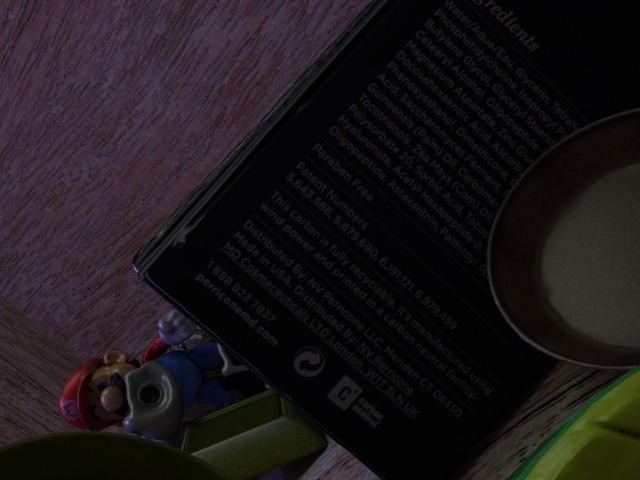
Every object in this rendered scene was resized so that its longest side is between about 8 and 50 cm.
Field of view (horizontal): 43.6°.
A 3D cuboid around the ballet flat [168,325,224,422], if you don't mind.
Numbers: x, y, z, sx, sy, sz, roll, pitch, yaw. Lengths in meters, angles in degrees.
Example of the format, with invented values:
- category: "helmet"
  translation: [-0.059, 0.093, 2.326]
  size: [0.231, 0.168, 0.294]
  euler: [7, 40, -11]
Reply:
- category: "ballet flat"
  translation: [-0.237, 0.280, 1.591]
  size: [0.483, 0.164, 0.182]
  euler: [137, 152, -75]

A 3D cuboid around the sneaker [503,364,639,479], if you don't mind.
- category: "sneaker"
  translation: [0.087, 0.156, 0.375]
  size: [0.295, 0.109, 0.123]
  euler: [-48, 11, 5]

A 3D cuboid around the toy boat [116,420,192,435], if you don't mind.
- category: "toy boat"
  translation: [-0.275, 0.344, 1.408]
  size: [0.151, 0.151, 0.231]
  euler: [136, 141, -55]

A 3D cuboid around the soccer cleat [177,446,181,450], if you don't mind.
- category: "soccer cleat"
  translation: [-0.258, 0.350, 0.983]
  size: [0.289, 0.121, 0.093]
  euler: [-18, -17, -47]

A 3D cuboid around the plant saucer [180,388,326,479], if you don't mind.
- category: "plant saucer"
  translation: [-0.095, 0.235, 0.973]
  size: [0.188, 0.045, 0.188]
  euler: [-22, 6, -3]

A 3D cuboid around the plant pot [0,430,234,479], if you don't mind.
- category: "plant pot"
  translation: [-0.180, 0.335, 0.548]
  size: [0.293, 0.275, 0.275]
  euler: [-62, 1, 23]

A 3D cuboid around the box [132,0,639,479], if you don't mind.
- category: "box"
  translation: [0.091, -0.071, 0.818]
  size: [0.471, 0.297, 0.480]
  euler: [-50, 8, -3]

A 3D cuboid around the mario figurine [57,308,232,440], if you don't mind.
- category: "mario figurine"
  translation: [-0.254, 0.235, 1.260]
  size: [0.170, 0.321, 0.198]
  euler: [82, 175, -51]

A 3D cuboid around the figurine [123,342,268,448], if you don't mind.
- category: "figurine"
  translation: [-0.161, 0.231, 1.118]
  size: [0.215, 0.092, 0.209]
  euler: [-26, -35, -17]

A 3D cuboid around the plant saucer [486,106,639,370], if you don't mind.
- category: "plant saucer"
  translation: [0.207, 0.000, 0.518]
  size: [0.199, 0.036, 0.198]
  euler: [-23, 46, 26]
